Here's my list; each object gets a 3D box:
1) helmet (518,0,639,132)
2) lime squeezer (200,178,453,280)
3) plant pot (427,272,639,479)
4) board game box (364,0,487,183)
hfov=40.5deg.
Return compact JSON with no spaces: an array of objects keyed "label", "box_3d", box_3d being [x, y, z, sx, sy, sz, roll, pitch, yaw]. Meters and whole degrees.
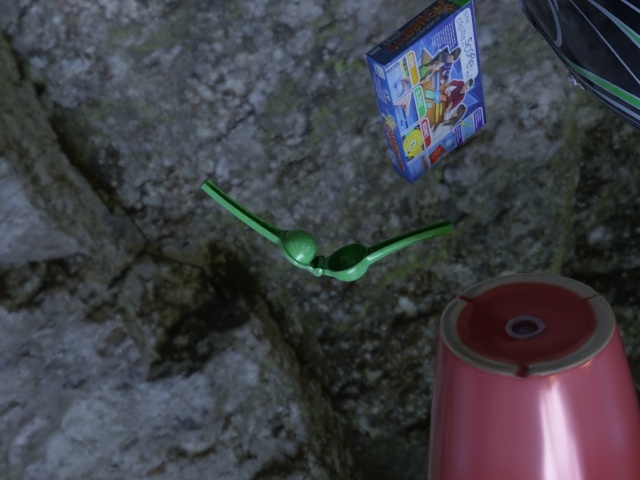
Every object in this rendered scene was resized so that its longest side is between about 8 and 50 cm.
[{"label":"helmet","box_3d":[0.176,-0.107,0.347,0.169,0.169,0.161,-37,-126,-12]},{"label":"lime squeezer","box_3d":[0.000,0.000,1.081,0.310,0.110,0.059,11,-127,4]},{"label":"plant pot","box_3d":[0.249,0.190,1.027,0.275,0.243,0.275,-9,-150,5]},{"label":"board game box","box_3d":[0.131,-0.177,1.028,0.136,0.201,0.035,-39,-127,-14]}]
